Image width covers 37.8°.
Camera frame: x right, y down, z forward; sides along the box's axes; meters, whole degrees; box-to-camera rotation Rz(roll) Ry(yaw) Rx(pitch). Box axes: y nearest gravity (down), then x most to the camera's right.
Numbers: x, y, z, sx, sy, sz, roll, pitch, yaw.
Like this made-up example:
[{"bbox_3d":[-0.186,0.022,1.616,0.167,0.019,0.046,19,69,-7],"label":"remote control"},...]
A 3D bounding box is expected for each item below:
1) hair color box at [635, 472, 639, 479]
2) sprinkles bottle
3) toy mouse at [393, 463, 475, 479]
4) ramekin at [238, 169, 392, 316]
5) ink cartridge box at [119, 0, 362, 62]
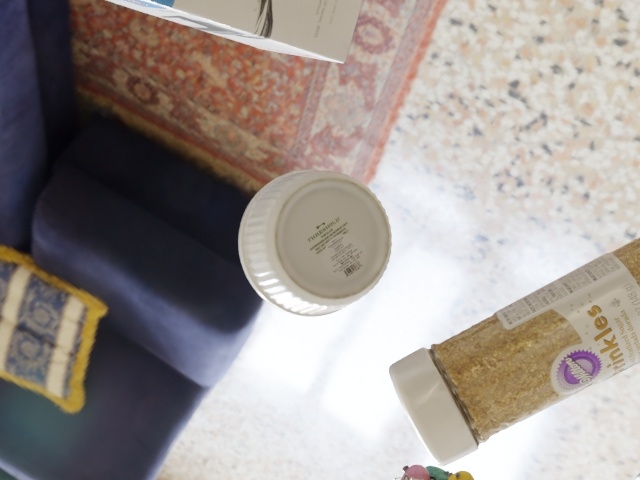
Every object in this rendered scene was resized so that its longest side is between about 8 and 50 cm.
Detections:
[{"bbox_3d":[0.717,0.305,1.548,0.114,0.374,0.185,51,154,28],"label":"hair color box"},{"bbox_3d":[0.251,0.104,0.981,0.121,0.355,0.121,61,-177,-5],"label":"sprinkles bottle"},{"bbox_3d":[0.169,0.365,1.452,0.161,0.031,0.143,18,164,-40],"label":"toy mouse"},{"bbox_3d":[0.000,0.000,1.273,0.207,0.207,0.109,40,164,-12],"label":"ramekin"},{"bbox_3d":[-0.168,-0.400,1.386,0.394,0.166,0.285,9,-170,-37],"label":"ink cartridge box"}]
